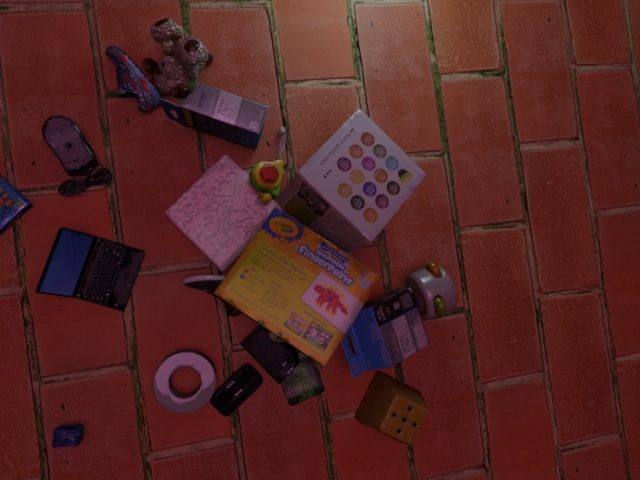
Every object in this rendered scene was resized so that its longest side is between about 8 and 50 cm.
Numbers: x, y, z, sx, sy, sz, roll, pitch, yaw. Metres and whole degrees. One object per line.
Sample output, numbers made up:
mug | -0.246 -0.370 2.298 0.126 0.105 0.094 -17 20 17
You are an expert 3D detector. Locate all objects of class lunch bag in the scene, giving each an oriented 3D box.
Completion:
lunch bag | -0.871 0.672 1.609 0.098 0.067 0.065 1 88 -12

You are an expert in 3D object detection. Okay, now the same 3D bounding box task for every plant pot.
plant pot | 0.289 0.657 1.781 0.212 0.187 0.212 29 82 -9

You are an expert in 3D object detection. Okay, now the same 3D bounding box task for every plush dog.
plush dog | -0.520 -0.639 1.702 0.262 0.210 0.225 41 95 21

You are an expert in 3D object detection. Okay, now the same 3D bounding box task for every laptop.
laptop | -0.789 0.106 1.615 0.264 0.136 0.234 19 85 -10

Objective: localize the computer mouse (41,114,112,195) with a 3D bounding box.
computer mouse | -0.885 -0.308 1.653 0.189 0.072 0.272 -24 105 -13

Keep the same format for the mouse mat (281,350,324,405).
mouse mat | -0.082 0.530 1.805 0.153 0.007 0.189 -21 93 -12

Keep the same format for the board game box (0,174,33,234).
board game box | -1.139 -0.143 1.601 0.210 0.047 0.160 46 81 -7

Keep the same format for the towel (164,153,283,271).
towel | -0.362 -0.104 1.752 0.317 0.053 0.332 45 80 -5

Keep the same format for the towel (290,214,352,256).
towel | 0.000 0.000 1.823 0.282 0.049 0.187 16 85 -12

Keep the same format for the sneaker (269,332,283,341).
sneaker | -0.082 0.329 1.770 0.240 0.091 0.126 17 55 -32

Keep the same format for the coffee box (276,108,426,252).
coffee box | 0.100 -0.187 1.671 0.334 0.338 0.337 44 70 -6

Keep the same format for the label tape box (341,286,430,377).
label tape box | 0.241 0.348 1.770 0.334 0.106 0.240 -20 92 -34

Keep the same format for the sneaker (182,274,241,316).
sneaker | -0.361 0.206 1.711 0.296 0.104 0.146 6 81 -15

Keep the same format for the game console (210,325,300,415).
game console | -0.265 0.496 1.751 0.361 0.044 0.213 -43 93 -10

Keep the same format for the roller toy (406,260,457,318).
roller toy | 0.440 0.198 1.829 0.146 0.191 0.209 -20 74 -12

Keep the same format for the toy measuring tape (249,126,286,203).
toy measuring tape | -0.201 -0.292 1.741 0.121 0.121 0.330 9 69 -11

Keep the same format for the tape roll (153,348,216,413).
tape roll | -0.491 0.510 1.690 0.219 0.072 0.219 1 87 -12

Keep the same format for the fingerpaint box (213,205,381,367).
fingerpaint box | -0.078 0.162 1.632 0.445 0.163 0.371 33 77 0

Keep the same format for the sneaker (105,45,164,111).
sneaker | -0.698 -0.581 1.680 0.125 0.104 0.262 -43 96 -8

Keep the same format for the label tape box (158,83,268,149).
label tape box | -0.375 -0.454 1.663 0.348 0.249 0.115 19 84 -10
